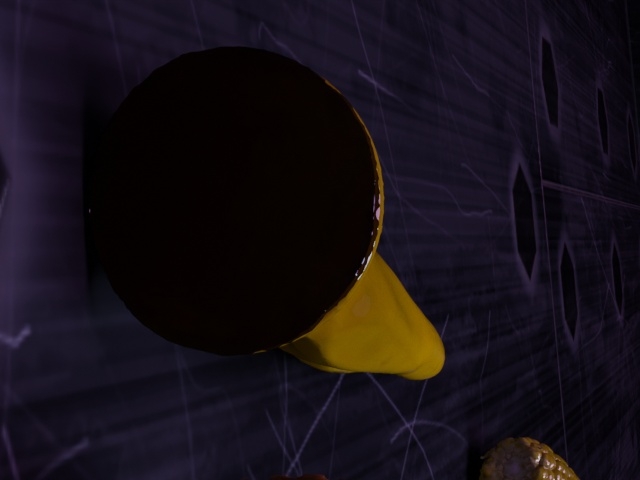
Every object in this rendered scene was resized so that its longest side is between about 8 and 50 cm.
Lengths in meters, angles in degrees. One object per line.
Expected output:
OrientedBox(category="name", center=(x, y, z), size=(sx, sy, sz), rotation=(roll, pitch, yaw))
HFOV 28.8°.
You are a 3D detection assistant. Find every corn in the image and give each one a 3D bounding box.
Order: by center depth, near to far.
OrientedBox(category="corn", center=(0.204, 0.246, 1.109), size=(0.260, 0.091, 0.091), rotation=(51, 20, -51))

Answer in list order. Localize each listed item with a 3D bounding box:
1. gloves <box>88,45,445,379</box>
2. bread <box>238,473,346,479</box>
OrientedBox(category="gloves", center=(0.000, -0.001, 0.610), size=(0.294, 0.116, 0.133), rotation=(25, 68, -75))
OrientedBox(category="bread", center=(-0.006, 0.169, 0.387), size=(0.104, 0.199, 0.199), rotation=(58, 33, -53))
